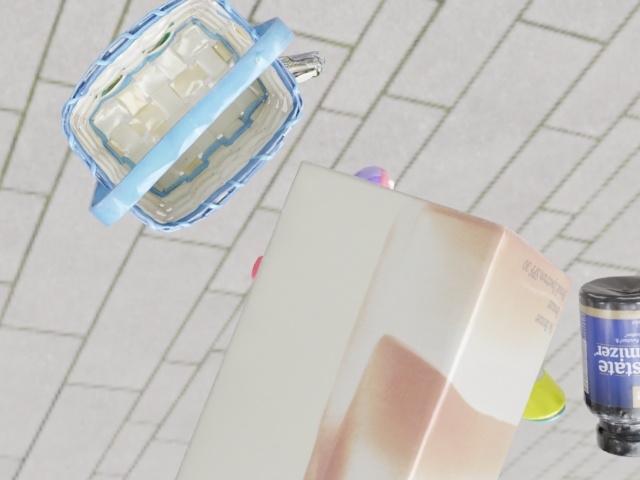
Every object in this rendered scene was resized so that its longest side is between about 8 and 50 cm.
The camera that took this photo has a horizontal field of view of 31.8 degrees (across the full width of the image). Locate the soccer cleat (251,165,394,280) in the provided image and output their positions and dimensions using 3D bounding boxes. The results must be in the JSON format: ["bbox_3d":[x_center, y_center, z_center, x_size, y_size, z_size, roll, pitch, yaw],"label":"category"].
[{"bbox_3d":[0.000,0.000,1.083,0.095,0.083,0.248,15,153,-8],"label":"soccer cleat"}]

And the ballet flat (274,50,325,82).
[{"bbox_3d":[-0.049,-0.221,1.463,0.114,0.041,0.041,-8,145,6],"label":"ballet flat"}]

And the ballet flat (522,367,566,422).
[{"bbox_3d":[0.278,0.192,1.608,0.077,0.231,0.077,-31,103,-2],"label":"ballet flat"}]

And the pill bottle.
[{"bbox_3d":[0.404,0.163,1.468,0.122,0.123,0.219,-7,101,-5],"label":"pill bottle"}]

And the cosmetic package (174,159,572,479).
[{"bbox_3d":[0.017,0.125,0.623,0.129,0.296,0.153,20,178,28],"label":"cosmetic package"}]

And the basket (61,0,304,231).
[{"bbox_3d":[-0.145,-0.128,1.162,0.255,0.289,0.201,-44,109,-3],"label":"basket"}]
